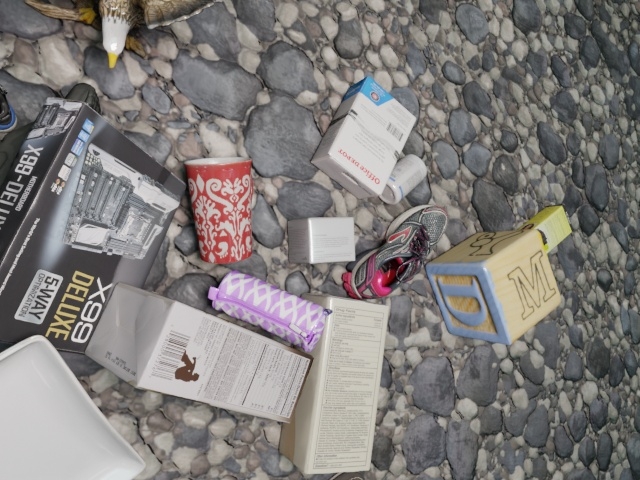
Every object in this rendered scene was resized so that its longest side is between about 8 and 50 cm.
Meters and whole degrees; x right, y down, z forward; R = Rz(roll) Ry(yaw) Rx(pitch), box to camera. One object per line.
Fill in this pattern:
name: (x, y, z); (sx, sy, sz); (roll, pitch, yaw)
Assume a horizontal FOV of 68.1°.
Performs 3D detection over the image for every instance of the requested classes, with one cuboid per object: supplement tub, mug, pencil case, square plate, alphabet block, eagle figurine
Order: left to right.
square plate: (-0.450, 0.316, 0.612); (0.344, 0.049, 0.348); (-32, 134, -25)
eagle figurine: (-0.282, -0.361, 0.677); (0.226, 0.298, 0.225); (-28, 100, -27)
mug: (-0.156, -0.057, 0.830); (0.150, 0.113, 0.170); (-15, 109, -41)
pencil case: (-0.087, 0.124, 0.827); (0.088, 0.205, 0.087); (-35, 143, -66)
supplement tub: (0.178, -0.135, 1.052); (0.107, 0.071, 0.071); (-40, 106, -25)
alphabet block: (0.396, 0.100, 1.095); (0.197, 0.192, 0.194); (-26, 102, -27)

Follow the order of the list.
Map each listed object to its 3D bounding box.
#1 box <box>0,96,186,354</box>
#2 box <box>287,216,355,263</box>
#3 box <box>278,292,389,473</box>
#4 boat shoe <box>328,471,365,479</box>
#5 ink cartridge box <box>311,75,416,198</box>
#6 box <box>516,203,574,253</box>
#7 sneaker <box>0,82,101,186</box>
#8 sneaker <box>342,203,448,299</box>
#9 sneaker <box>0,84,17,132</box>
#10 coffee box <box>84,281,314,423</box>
box: (-0.340, -0.002, 0.676); (0.308, 0.076, 0.242); (-70, 157, -14)
box: (0.000, 0.000, 0.927); (0.101, 0.102, 0.087); (-2, 90, -29)
box: (0.027, 0.266, 0.915); (0.147, 0.121, 0.312); (14, 81, -28)
boat shoe: (-0.010, 0.592, 0.892); (0.335, 0.095, 0.112); (-42, 107, -24)
ink cartridge box: (0.092, -0.212, 0.999); (0.148, 0.085, 0.203); (34, 72, -24)
box: (0.590, -0.011, 1.283); (0.232, 0.058, 0.088); (-33, 103, -27)
sneaker: (-0.425, -0.124, 0.700); (0.130, 0.109, 0.287); (22, 69, -9)
sneaker: (0.187, 0.030, 1.025); (0.299, 0.112, 0.121); (-42, 107, -25)
sneaker: (-0.501, -0.225, 0.669); (0.058, 0.084, 0.152); (-46, 108, -23)
coffee box: (-0.172, 0.178, 0.735); (0.297, 0.168, 0.119); (35, 70, -45)
